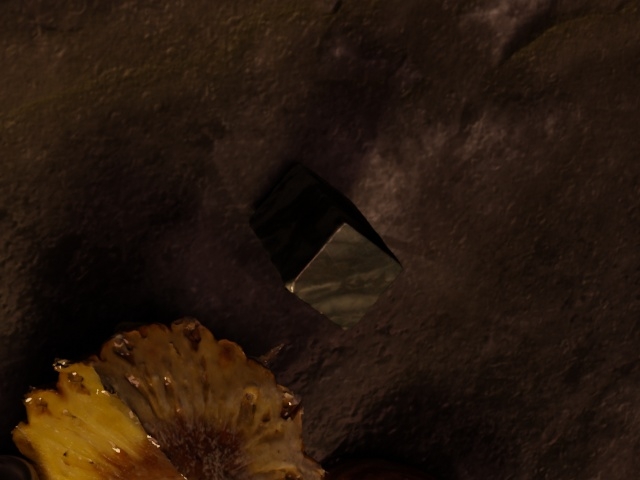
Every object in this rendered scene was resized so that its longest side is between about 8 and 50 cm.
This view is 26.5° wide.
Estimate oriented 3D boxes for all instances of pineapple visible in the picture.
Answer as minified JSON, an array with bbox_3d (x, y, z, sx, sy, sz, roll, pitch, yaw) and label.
[{"bbox_3d":[-0.170,0.207,1.407,0.344,0.286,0.209,51,45,-18],"label":"pineapple"}]

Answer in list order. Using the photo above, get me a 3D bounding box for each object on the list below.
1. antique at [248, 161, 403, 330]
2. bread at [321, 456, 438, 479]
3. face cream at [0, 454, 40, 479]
[{"bbox_3d":[0.000,0.000,1.364,0.086,0.183,0.088,37,99,-28],"label":"antique"},{"bbox_3d":[0.086,0.348,1.537,0.244,0.123,0.190,25,96,-25],"label":"bread"},{"bbox_3d":[-0.289,0.378,1.402,0.105,0.105,0.349,-22,127,-11],"label":"face cream"}]
